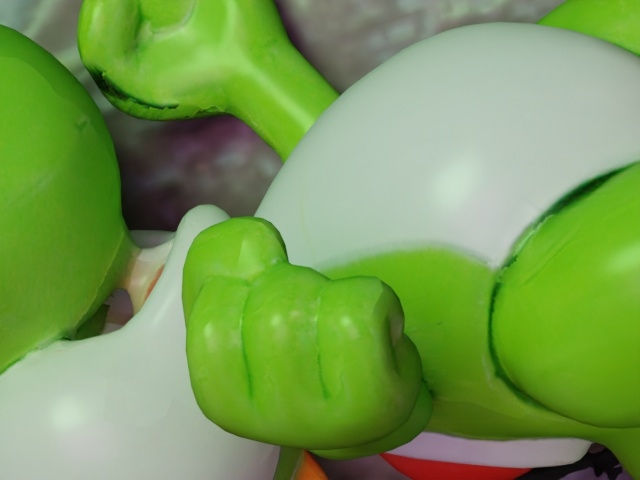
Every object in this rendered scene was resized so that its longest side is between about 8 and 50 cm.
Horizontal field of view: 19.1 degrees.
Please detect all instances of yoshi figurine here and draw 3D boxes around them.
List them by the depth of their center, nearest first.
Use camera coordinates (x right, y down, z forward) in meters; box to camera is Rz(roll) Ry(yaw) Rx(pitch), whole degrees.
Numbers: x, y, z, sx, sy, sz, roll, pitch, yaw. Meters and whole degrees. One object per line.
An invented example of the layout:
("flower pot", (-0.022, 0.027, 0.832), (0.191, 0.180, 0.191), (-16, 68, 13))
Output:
("yoshi figurine", (-0.012, -0.016, 0.506), (0.362, 0.203, 0.203), (-22, 75, 15))
